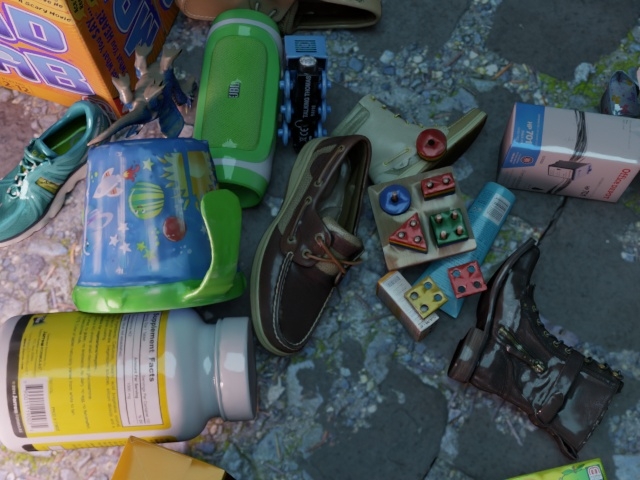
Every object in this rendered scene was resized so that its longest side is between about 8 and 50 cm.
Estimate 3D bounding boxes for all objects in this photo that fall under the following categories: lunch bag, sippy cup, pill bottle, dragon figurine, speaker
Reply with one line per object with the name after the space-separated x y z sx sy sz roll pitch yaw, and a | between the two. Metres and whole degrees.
0.470 -0.217 1.417 0.053 0.071 0.083 -2 69 3 | lunch bag
-0.228 -0.026 1.247 0.305 0.240 0.224 -3 94 14 | sippy cup
-0.259 0.184 1.229 0.334 0.188 0.188 -3 70 0 | pill bottle
-0.255 -0.199 1.368 0.085 0.144 0.289 5 47 8 | dragon figurine
-0.129 -0.205 1.403 0.131 0.131 0.296 3 70 3 | speaker

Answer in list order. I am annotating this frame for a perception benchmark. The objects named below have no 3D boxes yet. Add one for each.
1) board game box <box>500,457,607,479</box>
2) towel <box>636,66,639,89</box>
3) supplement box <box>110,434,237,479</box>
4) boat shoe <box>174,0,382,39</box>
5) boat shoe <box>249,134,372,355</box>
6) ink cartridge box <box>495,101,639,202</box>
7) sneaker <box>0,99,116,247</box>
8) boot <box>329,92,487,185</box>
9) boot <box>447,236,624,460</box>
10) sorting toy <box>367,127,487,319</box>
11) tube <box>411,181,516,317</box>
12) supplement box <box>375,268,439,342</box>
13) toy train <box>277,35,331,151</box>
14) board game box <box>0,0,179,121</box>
0.283 0.337 1.206 0.181 0.092 0.043 -12 69 -3 | board game box
0.643 -0.132 1.270 0.320 0.090 0.374 -14 96 16 | towel
-0.202 0.372 1.154 0.129 0.194 0.191 18 71 8 | supplement box
-0.069 -0.393 1.472 0.341 0.121 0.110 -6 69 -2 | boat shoe
0.000 0.000 1.299 0.123 0.123 0.342 31 68 -34 | boat shoe
0.371 -0.130 1.351 0.191 0.139 0.082 10 69 5 | ink cartridge box
-0.435 -0.110 1.385 0.107 0.110 0.275 36 75 13 | sneaker
0.139 -0.175 1.412 0.213 0.077 0.165 -39 71 -11 | boot
0.326 0.151 1.288 0.229 0.091 0.263 27 77 5 | boot
0.147 -0.029 1.298 0.132 0.046 0.274 -14 72 2 | sorting toy
0.221 0.010 1.356 0.080 0.052 0.207 30 78 17 | tube
0.126 0.095 1.317 0.036 0.062 0.098 -37 73 -13 | supplement box
-0.025 -0.222 1.383 0.080 0.184 0.105 0 50 -5 | toy train
-0.430 -0.459 1.382 0.356 0.356 0.356 18 71 8 | board game box
